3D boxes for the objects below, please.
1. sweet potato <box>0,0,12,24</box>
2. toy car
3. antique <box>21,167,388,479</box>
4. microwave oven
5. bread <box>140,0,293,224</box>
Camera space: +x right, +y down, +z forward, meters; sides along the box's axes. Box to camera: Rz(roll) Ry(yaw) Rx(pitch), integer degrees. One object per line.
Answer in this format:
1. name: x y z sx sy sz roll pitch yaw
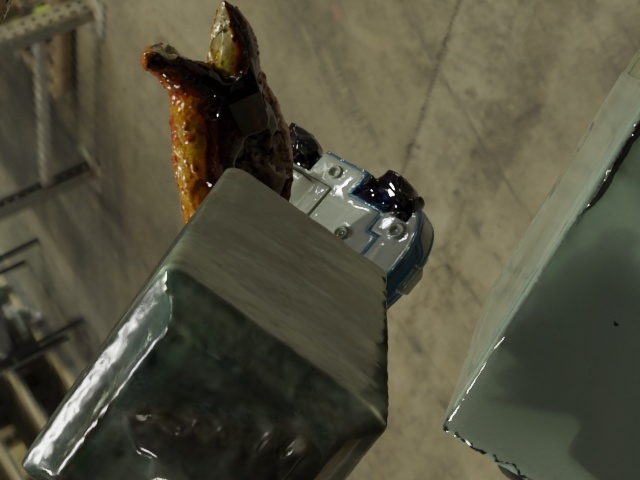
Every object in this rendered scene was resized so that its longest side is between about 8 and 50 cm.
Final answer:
1. sweet potato: -0.279 -0.132 0.806 0.106 0.095 0.354 -39 37 44
2. toy car: 0.000 0.000 1.387 0.314 0.198 0.166 29 162 35
3. antique: -0.033 0.045 0.424 0.086 0.088 0.183 35 -168 -6
4. microwave oven: 0.252 0.030 0.786 0.218 0.355 0.286 30 104 6
5. bread: -0.100 -0.104 1.169 0.095 0.139 0.269 16 132 45
